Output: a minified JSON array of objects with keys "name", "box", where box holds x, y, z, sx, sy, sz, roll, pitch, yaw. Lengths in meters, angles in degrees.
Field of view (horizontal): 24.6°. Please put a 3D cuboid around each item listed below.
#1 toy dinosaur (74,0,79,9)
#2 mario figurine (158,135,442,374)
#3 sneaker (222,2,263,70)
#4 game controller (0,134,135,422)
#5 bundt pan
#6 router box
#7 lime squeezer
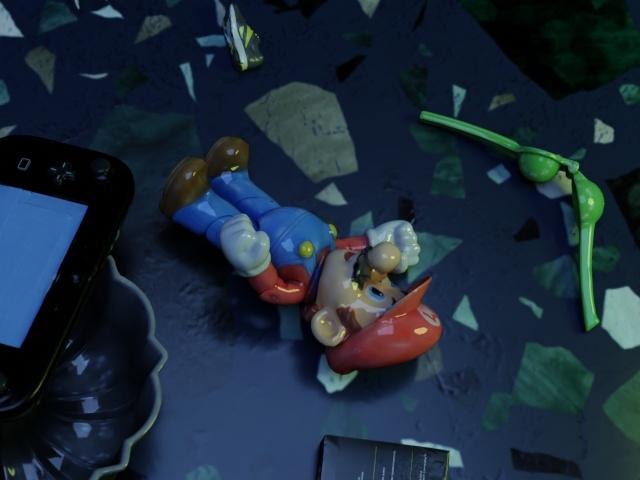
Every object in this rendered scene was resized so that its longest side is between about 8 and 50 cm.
[{"name":"toy dinosaur","box":[-0.347,-0.409,1.644,0.313,0.121,0.160,27,45,-13]},{"name":"mario figurine","box":[0.000,0.000,1.534,0.320,0.170,0.198,38,68,9]},{"name":"sneaker","box":[-0.088,-0.232,1.683,0.035,0.031,0.083,-6,75,-24]},{"name":"game controller","box":[-0.299,0.029,1.409,0.166,0.067,0.319,19,53,0]},{"name":"bundt pan","box":[-0.321,0.146,1.440,0.331,0.124,0.331,7,55,-9]},{"name":"router box","box":[0.057,0.295,1.496,0.133,0.046,0.179,9,70,-4]},{"name":"lime squeezer","box":[0.246,-0.053,1.653,0.110,0.059,0.310,-40,79,13]}]
